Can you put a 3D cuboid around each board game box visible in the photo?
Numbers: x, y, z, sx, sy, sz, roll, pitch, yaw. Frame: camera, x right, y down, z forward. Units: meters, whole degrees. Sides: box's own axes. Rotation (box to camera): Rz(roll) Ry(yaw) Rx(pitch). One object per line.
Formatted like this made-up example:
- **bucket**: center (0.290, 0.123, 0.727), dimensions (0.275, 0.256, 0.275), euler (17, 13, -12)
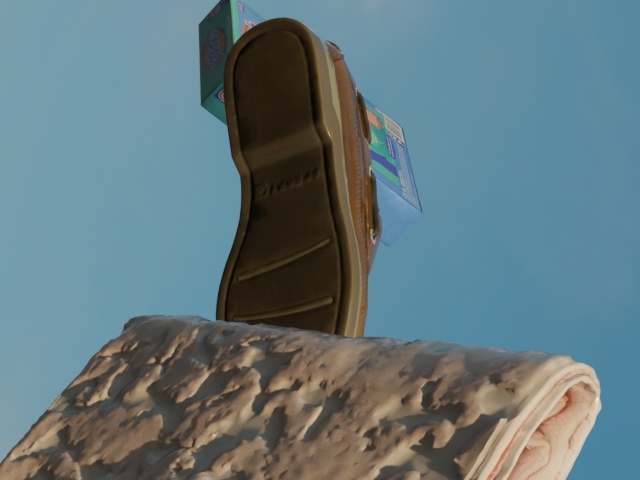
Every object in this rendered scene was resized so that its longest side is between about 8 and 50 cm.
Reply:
- **board game box**: center (-0.011, -0.105, 1.473), dimensions (0.047, 0.210, 0.160), euler (-44, -156, 20)

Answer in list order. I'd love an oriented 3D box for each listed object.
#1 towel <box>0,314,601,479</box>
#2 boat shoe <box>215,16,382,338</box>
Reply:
- **towel**: center (-0.074, 0.154, 0.812), dimensions (0.332, 0.053, 0.317), euler (4, -136, 47)
- **boat shoe**: center (0.000, 0.000, 1.200), dimensions (0.111, 0.104, 0.307), euler (-8, -110, 29)
